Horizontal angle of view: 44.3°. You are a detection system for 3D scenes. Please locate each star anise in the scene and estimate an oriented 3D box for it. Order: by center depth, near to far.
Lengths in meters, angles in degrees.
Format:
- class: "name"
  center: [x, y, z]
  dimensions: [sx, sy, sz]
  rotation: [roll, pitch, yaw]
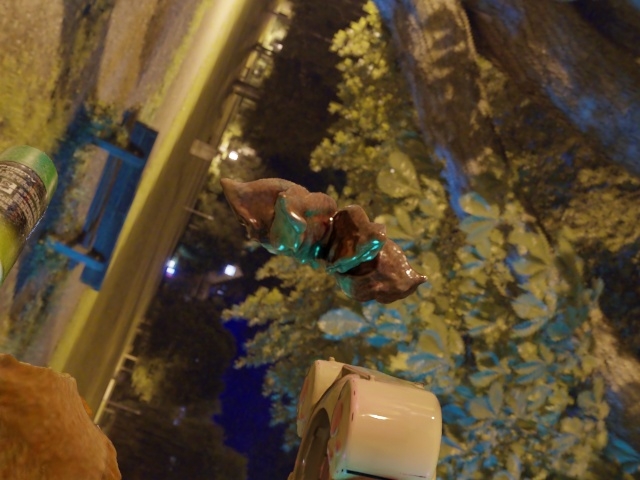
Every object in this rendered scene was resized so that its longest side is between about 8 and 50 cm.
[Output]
- class: "star anise"
  center: [0.000, -0.003, 0.753]
  dimensions: [0.073, 0.212, 0.197]
  rotation: [-60, 156, -9]

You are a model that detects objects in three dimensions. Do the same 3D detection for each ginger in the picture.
- class: "ginger"
  center: [-0.252, 0.174, 0.540]
  dimensions: [0.130, 0.276, 0.221]
  rotation: [2, -99, 42]

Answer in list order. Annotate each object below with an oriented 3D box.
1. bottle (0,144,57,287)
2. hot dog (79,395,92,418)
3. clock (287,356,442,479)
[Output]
- class: "bottle"
  center: [-0.367, -0.030, 0.888]
  dimensions: [0.330, 0.093, 0.093]
  rotation: [-111, -136, -68]
- class: "hot dog"
  center: [-0.417, 0.283, 0.991]
  dimensions: [0.122, 0.272, 0.196]
  rotation: [7, -85, 56]
- class: "clock"
  center: [0.026, 0.284, 0.795]
  dimensions: [0.284, 0.114, 0.309]
  rotation: [161, -59, -78]
